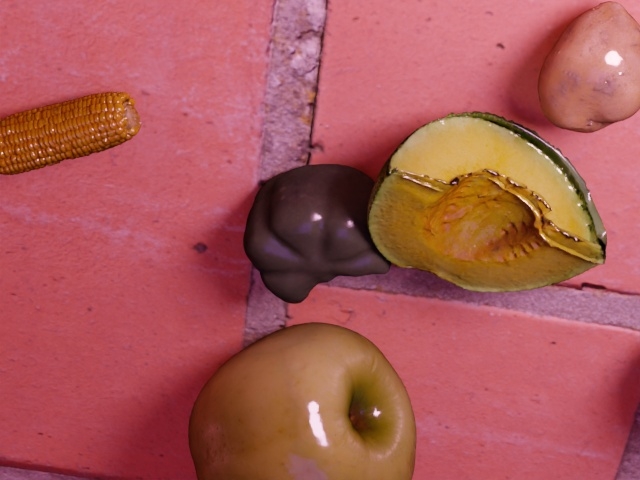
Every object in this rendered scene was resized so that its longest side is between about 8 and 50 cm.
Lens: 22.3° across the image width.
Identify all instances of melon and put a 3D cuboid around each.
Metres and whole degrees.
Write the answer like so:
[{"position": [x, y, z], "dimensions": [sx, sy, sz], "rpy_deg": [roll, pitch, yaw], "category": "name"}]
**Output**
[{"position": [0.164, -0.040, 1.768], "dimensions": [0.265, 0.129, 0.169], "rpy_deg": [20, 145, -17], "category": "melon"}]

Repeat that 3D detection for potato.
[{"position": [0.282, -0.170, 1.648], "dimensions": [0.112, 0.112, 0.147], "rpy_deg": [18, 137, -6], "category": "potato"}]

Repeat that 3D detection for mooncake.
[{"position": [0.000, 0.000, 1.834], "dimensions": [0.168, 0.104, 0.175], "rpy_deg": [22, 132, -16], "category": "mooncake"}]

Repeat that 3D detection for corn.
[{"position": [-0.296, -0.118, 1.805], "dimensions": [0.207, 0.068, 0.068], "rpy_deg": [-13, 126, 15], "category": "corn"}]

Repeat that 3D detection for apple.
[{"position": [-0.019, 0.240, 1.956], "dimensions": [0.279, 0.279, 0.279], "rpy_deg": [4, 129, 5], "category": "apple"}]
